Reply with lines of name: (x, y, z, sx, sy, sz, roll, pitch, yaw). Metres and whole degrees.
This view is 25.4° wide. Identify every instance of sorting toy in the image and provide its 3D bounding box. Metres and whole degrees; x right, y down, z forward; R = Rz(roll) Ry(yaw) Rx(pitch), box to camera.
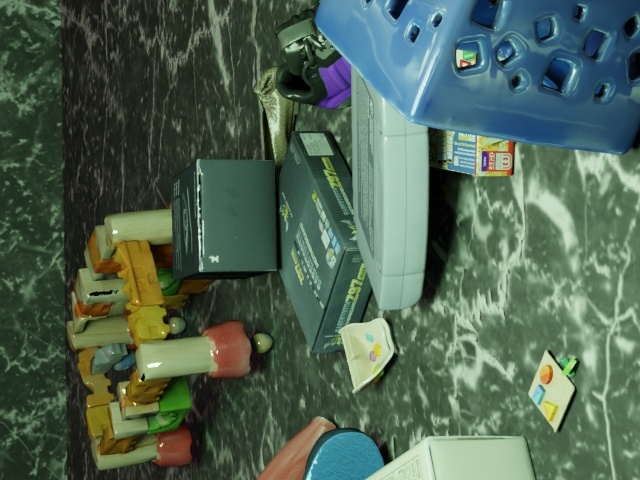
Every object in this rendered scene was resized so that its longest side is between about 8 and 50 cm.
sorting toy: (0.064, 0.131, 1.708, 0.075, 0.044, 0.083, -48, 48, 49)
sorting toy: (0.223, 0.135, 1.362, 0.062, 0.012, 0.083, -118, 34, -47)

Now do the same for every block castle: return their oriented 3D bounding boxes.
block castle: (-0.243, 0.153, 2.224, 0.453, 0.212, 0.303, 122, 136, -56)

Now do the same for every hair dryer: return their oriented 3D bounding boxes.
hair dryer: (-0.054, 0.365, 1.861, 0.294, 0.080, 0.223, -68, -14, 10)

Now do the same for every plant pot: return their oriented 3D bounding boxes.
plant pot: (0.159, -0.225, 1.225, 0.236, 0.235, 0.212, 54, 133, 52)

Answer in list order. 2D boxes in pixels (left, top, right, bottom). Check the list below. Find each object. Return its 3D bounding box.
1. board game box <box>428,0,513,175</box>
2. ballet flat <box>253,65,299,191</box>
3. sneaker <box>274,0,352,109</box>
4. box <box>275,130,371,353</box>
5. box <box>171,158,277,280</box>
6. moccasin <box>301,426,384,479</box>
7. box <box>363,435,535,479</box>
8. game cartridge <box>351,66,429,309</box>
board game box: (0.149, -0.169, 1.473, 0.147, 0.045, 0.194, -159, 69, -66)
ballet flat: (-0.066, -0.116, 1.968, 0.084, 0.058, 0.250, -154, 65, -65)
sneaker: (0.027, -0.239, 1.627, 0.293, 0.146, 0.102, 124, 138, -54)
box: (0.000, 0.000, 1.818, 0.233, 0.059, 0.183, -113, 29, -42)
box: (-0.135, -0.025, 1.942, 0.207, 0.108, 0.153, 168, 102, -73)
moccasin: (0.010, 0.392, 1.728, 0.117, 0.137, 0.342, -148, 63, -79)
box: (0.101, 0.320, 1.492, 0.311, 0.121, 0.148, -44, 49, 54)
game cartridge: (0.074, -0.081, 1.545, 0.196, 0.060, 0.294, -100, 7, -56)
